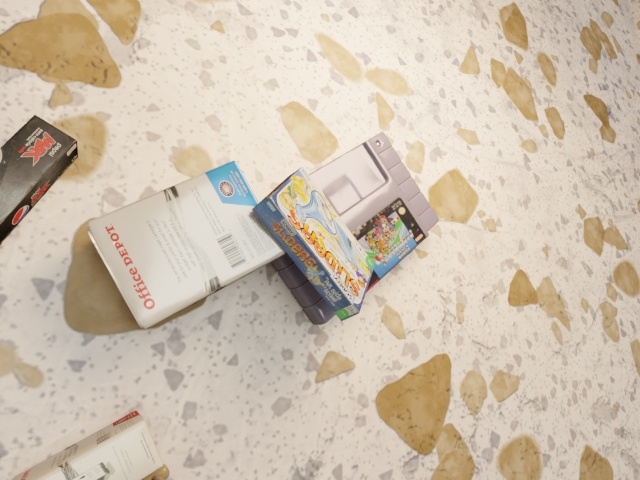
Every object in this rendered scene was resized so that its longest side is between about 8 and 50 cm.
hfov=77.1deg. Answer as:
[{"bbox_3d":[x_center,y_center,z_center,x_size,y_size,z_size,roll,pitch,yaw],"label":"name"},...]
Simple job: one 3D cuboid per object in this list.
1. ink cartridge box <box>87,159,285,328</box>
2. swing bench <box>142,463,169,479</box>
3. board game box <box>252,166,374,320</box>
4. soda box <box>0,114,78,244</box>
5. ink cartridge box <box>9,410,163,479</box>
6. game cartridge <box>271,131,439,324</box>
[{"bbox_3d":[-0.175,0.005,0.547,0.203,0.086,0.148,-28,90,-19],"label":"ink cartridge box"},{"bbox_3d":[-0.222,0.351,0.338,0.255,0.253,0.165,-11,81,-33],"label":"swing bench"},{"bbox_3d":[0.000,0.000,0.591,0.201,0.035,0.136,52,30,-13],"label":"board game box"},{"bbox_3d":[-0.379,-0.071,0.495,0.060,0.053,0.168,33,61,-18],"label":"soda box"},{"bbox_3d":[-0.255,0.253,0.440,0.135,0.099,0.056,-23,89,-32],"label":"ink cartridge box"},{"bbox_3d":[0.061,-0.037,0.737,0.355,0.068,0.230,-37,91,-33],"label":"game cartridge"}]
